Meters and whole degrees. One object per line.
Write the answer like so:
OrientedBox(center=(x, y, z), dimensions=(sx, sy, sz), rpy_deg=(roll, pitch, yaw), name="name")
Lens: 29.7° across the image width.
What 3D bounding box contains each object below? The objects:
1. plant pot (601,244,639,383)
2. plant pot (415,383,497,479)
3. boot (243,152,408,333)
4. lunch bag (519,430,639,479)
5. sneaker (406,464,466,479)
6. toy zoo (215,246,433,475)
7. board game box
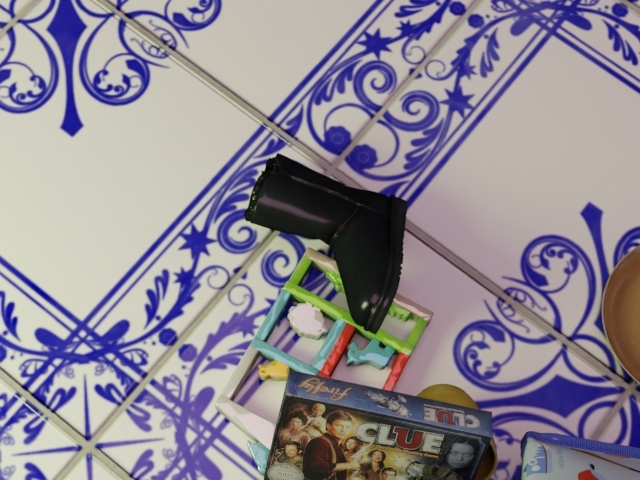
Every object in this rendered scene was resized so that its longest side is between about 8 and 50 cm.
OrientedBox(center=(0.489, 0.108, 1.615), dimensions=(0.236, 0.032, 0.236), rpy_deg=(1, 69, -2), name="plant pot")
OrientedBox(center=(0.153, 0.236, 1.505), dimensions=(0.134, 0.134, 0.095), rpy_deg=(10, 39, 0), name="plant pot")
OrientedBox(center=(0.000, 0.000, 1.553), dimensions=(0.207, 0.094, 0.246), rpy_deg=(18, 41, -6), name="boot")
OrientedBox(center=(0.401, 0.409, 1.324), dimensions=(0.385, 0.239, 0.328), rpy_deg=(7, 31, 2), name="lunch bag")
OrientedBox(center=(0.095, 0.437, 1.395), dimensions=(0.146, 0.134, 0.343), rpy_deg=(38, 90, -25), name="sneaker")
OrientedBox(center=(-0.004, 0.174, 1.561), dimensions=(0.192, 0.030, 0.293), rpy_deg=(27, 70, 7), name="toy zoo")
OrientedBox(center=(0.065, 0.247, 1.435), dimensions=(0.243, 0.165, 0.042), rpy_deg=(12, 38, -2), name="board game box")
